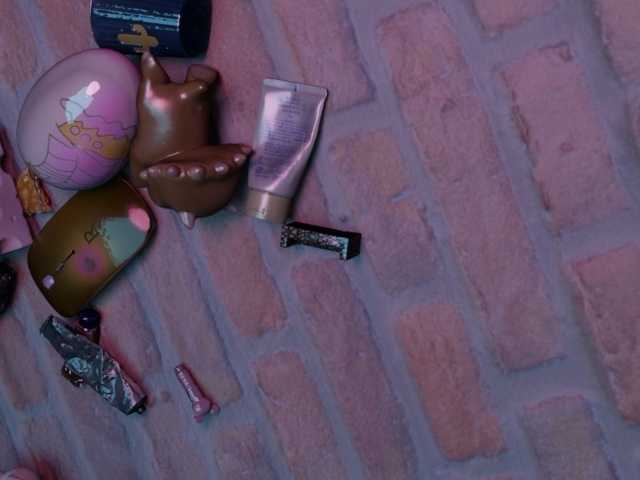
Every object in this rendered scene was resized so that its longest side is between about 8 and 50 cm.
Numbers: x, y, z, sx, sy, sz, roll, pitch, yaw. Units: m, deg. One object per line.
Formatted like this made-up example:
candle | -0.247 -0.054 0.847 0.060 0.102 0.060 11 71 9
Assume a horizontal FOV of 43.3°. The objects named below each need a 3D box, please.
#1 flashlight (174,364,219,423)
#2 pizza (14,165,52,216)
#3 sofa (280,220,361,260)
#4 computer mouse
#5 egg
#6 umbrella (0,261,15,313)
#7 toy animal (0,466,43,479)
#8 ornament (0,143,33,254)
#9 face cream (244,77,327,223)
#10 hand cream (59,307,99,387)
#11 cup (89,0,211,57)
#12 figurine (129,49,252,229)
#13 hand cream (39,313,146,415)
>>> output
flashlight | -0.230 0.274 1.451 0.110 0.052 0.031 56 151 10
pizza | -0.549 -0.082 1.519 0.099 0.029 0.100 -28 87 33
sofa | 0.000 0.000 1.280 0.118 0.060 0.039 11 101 21
computer mouse | -0.426 0.016 1.461 0.310 0.072 0.158 -40 82 25
egg | -0.385 -0.196 1.323 0.271 0.196 0.196 -26 90 40
umbrella | -0.696 0.175 1.598 0.094 0.090 0.326 39 113 8
toy animal | -0.536 0.571 1.582 0.325 0.154 0.208 19 87 -3
ornament | -0.723 -0.054 1.467 0.239 0.240 0.239 -14 95 31
face cream | -0.062 -0.141 1.286 0.114 0.070 0.224 15 94 22
hand cream | -0.454 0.202 1.532 0.062 0.039 0.163 29 116 13
cup | -0.269 -0.368 1.271 0.155 0.131 0.176 12 145 15
figurine | -0.198 -0.146 1.269 0.173 0.177 0.247 29 108 34
hand cream | -0.419 0.235 1.485 0.248 0.052 0.075 42 114 -4
